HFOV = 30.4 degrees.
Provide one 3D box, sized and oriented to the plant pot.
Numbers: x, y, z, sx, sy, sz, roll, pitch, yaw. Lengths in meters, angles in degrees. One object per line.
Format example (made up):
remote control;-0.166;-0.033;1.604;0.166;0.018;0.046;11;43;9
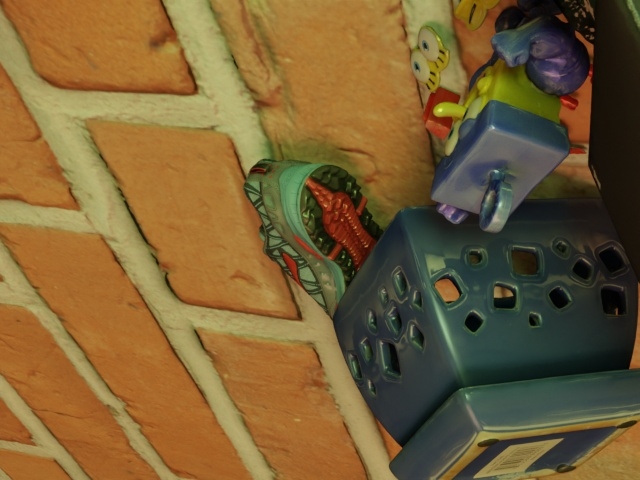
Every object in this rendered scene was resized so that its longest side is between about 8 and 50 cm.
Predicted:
plant pot;0.168;0.107;1.112;0.235;0.212;0.236;-4;152;-19

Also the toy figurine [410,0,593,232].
toy figurine;0.177;-0.100;0.861;0.191;0.217;0.362;25;149;-9

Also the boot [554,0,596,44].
boot;0.237;-0.199;0.702;0.246;0.094;0.207;30;111;-7

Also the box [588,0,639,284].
box;0.323;-0.071;0.672;0.294;0.183;0.296;-19;159;6

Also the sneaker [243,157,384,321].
sneaker;0.000;0.000;1.251;0.125;0.104;0.262;20;149;35
